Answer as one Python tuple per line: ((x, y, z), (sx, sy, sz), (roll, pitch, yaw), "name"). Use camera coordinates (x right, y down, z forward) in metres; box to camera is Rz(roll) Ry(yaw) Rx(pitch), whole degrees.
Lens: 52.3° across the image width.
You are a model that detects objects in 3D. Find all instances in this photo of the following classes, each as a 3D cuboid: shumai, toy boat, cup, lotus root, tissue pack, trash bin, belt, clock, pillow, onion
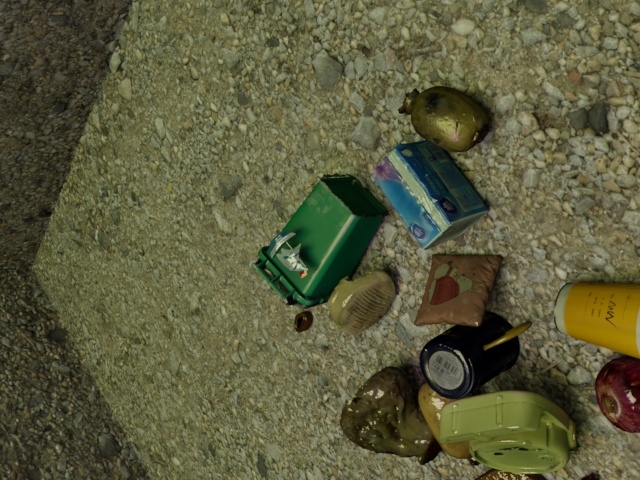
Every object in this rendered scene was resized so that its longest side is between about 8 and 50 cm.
((0.222, 0.565, 1.970), (0.283, 0.217, 0.346), (44, 136, 22), "shumai")
((-0.096, 0.045, 1.908), (0.105, 0.034, 0.150), (-20, 91, 25), "toy boat")
((0.695, 0.178, 1.497), (0.279, 0.196, 0.197), (6, 104, 48), "cup")
((0.408, 0.272, 1.717), (0.178, 0.256, 0.255), (39, 122, 28), "cup")
((0.387, 0.506, 1.859), (0.160, 0.146, 0.284), (-34, 78, 21), "lotus root")
((0.316, -0.333, 1.722), (0.278, 0.154, 0.154), (35, 121, 31), "lotus root")
((0.293, -0.130, 1.759), (0.264, 0.198, 0.146), (57, 133, 16), "tissue pack")
((0.000, 0.000, 2.002), (0.259, 0.295, 0.381), (45, 120, 24), "trash bin")
((-0.061, 0.283, 2.282), (0.059, 0.036, 0.083), (48, 127, 31), "belt")
((0.503, 0.503, 1.667), (0.286, 0.348, 0.117), (-27, 40, 42), "clock")
((0.369, 0.132, 1.776), (0.223, 0.236, 0.084), (-7, 140, 44), "pillow")
((0.731, 0.361, 1.529), (0.177, 0.153, 0.177), (26, 127, 39), "onion")

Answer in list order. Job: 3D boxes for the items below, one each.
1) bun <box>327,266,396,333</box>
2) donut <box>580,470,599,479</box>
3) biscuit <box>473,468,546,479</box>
((0.118, 0.176, 1.996), (0.116, 0.209, 0.237), (48, 115, 41), "bun")
((0.713, 0.730, 1.673), (0.217, 0.085, 0.141), (54, 129, 15), "donut")
((0.528, 0.816, 1.836), (0.367, 0.063, 0.314), (-47, 62, 26), "biscuit")
